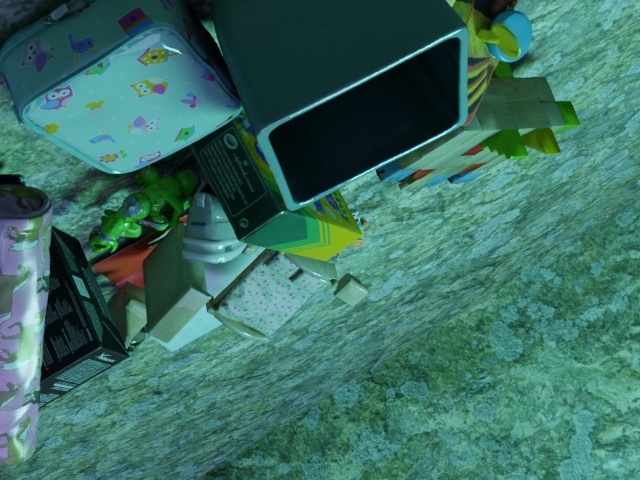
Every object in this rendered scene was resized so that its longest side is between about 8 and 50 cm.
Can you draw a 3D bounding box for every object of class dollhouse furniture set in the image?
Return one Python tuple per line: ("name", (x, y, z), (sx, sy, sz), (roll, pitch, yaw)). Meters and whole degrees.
("dollhouse furniture set", (-0.133, 0.142, 1.807), (0.355, 0.174, 0.303), (31, 117, -31))

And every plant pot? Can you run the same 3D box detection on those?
("plant pot", (0.002, -0.229, 1.234), (0.247, 0.252, 0.247), (-27, 161, -2))

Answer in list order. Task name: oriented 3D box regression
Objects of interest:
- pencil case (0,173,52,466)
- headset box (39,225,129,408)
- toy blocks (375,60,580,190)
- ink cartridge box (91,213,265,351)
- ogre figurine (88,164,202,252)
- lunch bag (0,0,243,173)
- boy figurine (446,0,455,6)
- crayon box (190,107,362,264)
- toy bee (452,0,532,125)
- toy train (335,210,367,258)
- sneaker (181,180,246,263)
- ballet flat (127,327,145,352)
("pencil case", (-0.440, 0.111, 1.390), (0.160, 0.167, 0.386), (1, 110, -19))
("headset box", (-0.468, 0.146, 1.600), (0.293, 0.218, 0.110), (-31, 161, 5))
("toy blocks", (0.224, -0.176, 1.826), (0.381, 0.191, 0.261), (-8, 164, -45))
("ink cartridge box", (-0.203, 0.059, 1.928), (0.308, 0.091, 0.385), (-28, 162, 0))
("ogre figurine", (-0.245, -0.053, 1.584), (0.197, 0.097, 0.118), (-8, 160, -33))
("lunch bag", (-0.233, -0.186, 1.245), (0.224, 0.108, 0.279), (-26, 159, 9))
("boy figurine", (0.056, -0.268, 1.425), (0.285, 0.092, 0.177), (-38, -176, 23))
("crayon box", (-0.055, -0.082, 1.601), (0.083, 0.203, 0.323), (-35, 160, 17))
("toy bee", (0.210, -0.321, 1.475), (0.195, 0.298, 0.162), (0, 155, 48))
("toy train", (0.024, 0.008, 2.165), (0.166, 0.046, 0.125), (-32, 161, 11))
("sneaker", (-0.125, -0.057, 1.627), (0.105, 0.115, 0.281), (7, -161, 10))
("ballet flat", (-0.394, 0.156, 1.906), (0.084, 0.058, 0.250), (1, 165, 24))
